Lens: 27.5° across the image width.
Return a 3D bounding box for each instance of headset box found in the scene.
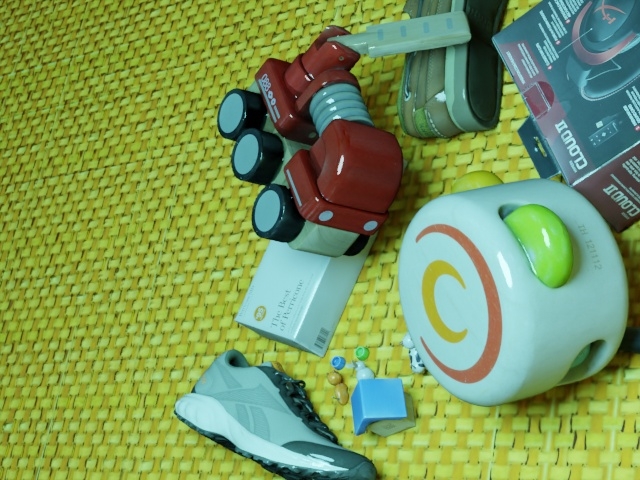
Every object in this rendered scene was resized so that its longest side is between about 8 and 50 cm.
[{"bbox_3d":[0.313,-0.167,1.239,0.293,0.110,0.218,-36,48,19],"label":"headset box"}]

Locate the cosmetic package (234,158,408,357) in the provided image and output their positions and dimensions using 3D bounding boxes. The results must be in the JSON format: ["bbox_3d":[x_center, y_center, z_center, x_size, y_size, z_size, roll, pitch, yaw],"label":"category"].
[{"bbox_3d":[0.000,0.000,1.444,0.099,0.060,0.239,13,76,44],"label":"cosmetic package"}]

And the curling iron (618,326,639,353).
[{"bbox_3d":[0.338,0.103,1.122,0.274,0.035,0.068,12,75,43],"label":"curling iron"}]

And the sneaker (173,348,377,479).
[{"bbox_3d":[-0.043,0.185,1.354,0.272,0.100,0.108,21,76,44],"label":"sneaker"}]

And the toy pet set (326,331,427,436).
[{"bbox_3d":[0.049,0.140,1.322,0.122,0.065,0.114,-26,53,28],"label":"toy pet set"}]

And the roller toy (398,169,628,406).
[{"bbox_3d":[0.174,0.043,1.179,0.209,0.146,0.191,23,120,56],"label":"roller toy"}]

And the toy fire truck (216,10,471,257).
[{"bbox_3d":[0.039,-0.129,1.336,0.246,0.159,0.217,-49,45,33],"label":"toy fire truck"}]

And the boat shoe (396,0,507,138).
[{"bbox_3d":[0.138,-0.258,1.435,0.104,0.111,0.307,-7,62,36],"label":"boat shoe"}]
